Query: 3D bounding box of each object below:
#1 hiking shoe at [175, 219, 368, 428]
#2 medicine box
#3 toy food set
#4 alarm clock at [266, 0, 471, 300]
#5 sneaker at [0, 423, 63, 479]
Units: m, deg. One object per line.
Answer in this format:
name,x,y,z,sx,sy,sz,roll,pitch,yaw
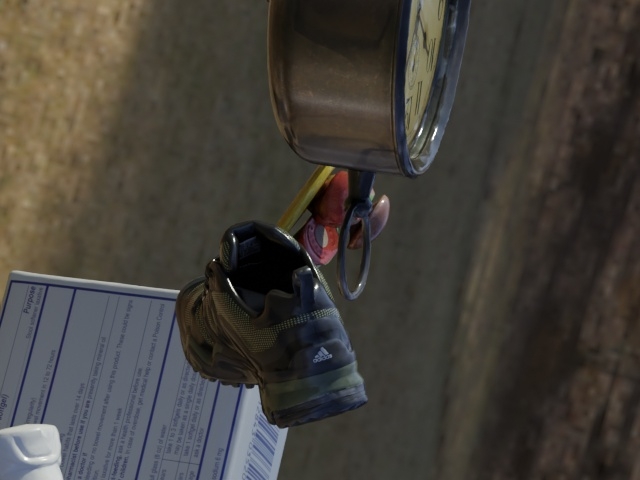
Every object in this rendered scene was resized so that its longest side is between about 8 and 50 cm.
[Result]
hiking shoe,-0.035,0.036,1.164,0.227,0.086,0.114,-155,-124,-63
medicine box,-0.193,0.190,1.842,0.149,0.289,0.263,59,40,-64
toy food set,0.000,0.000,1.430,0.218,0.071,0.128,-54,-178,13
alarm clock,0.017,-0.071,0.696,0.129,0.064,0.192,-28,122,-74
sneaker,-0.256,0.229,1.336,0.232,0.090,0.115,-43,-121,43
